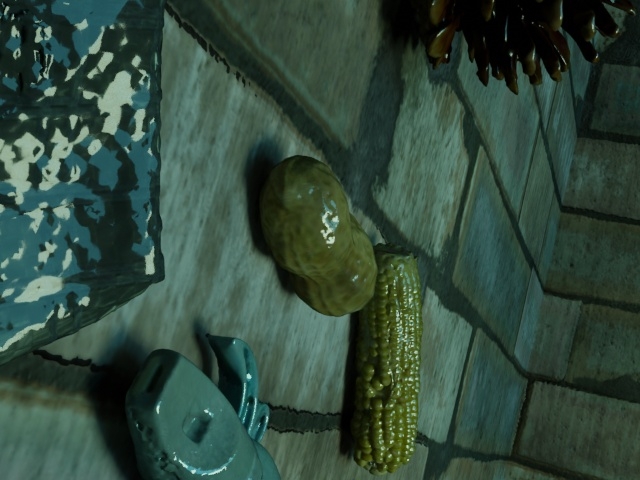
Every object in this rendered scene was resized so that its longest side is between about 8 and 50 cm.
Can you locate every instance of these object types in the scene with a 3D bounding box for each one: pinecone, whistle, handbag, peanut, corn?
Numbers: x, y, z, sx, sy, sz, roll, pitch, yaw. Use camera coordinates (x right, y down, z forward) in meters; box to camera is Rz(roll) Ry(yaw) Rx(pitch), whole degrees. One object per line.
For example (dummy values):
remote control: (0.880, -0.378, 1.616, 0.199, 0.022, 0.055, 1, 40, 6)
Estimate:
pinecone: (0.211, -0.273, 0.910, 0.264, 0.264, 0.264, 11, 90, -68)
whistle: (-0.078, 0.181, 0.627, 0.186, 0.093, 0.274, -61, 148, -37)
handbag: (-0.150, -0.057, 0.367, 0.175, 0.089, 0.270, -19, 118, -56)
peanut: (0.000, -0.002, 0.739, 0.193, 0.089, 0.089, 65, 41, -56)
corn: (0.076, 0.146, 0.991, 0.086, 0.086, 0.288, -31, 126, -61)
